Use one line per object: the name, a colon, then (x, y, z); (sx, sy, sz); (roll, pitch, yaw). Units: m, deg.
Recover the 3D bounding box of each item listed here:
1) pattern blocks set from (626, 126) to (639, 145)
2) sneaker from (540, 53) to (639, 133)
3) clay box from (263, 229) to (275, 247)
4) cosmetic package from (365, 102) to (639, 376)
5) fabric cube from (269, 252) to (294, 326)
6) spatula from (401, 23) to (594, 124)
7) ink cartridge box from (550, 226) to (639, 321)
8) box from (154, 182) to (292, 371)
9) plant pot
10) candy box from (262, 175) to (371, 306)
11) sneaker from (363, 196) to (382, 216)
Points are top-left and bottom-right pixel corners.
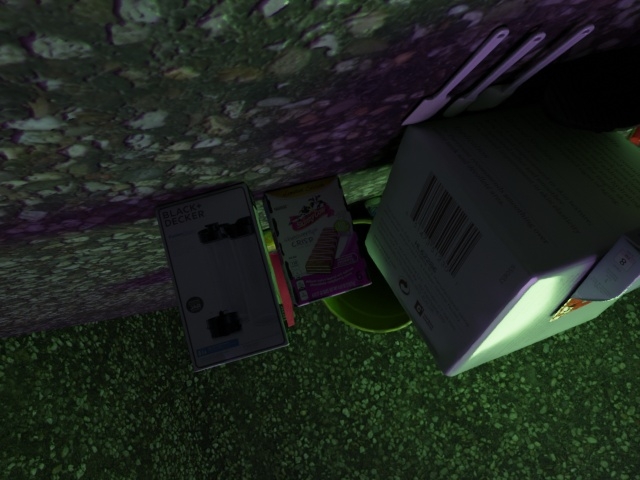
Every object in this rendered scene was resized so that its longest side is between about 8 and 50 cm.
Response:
pattern blocks set: (0.718, -0.222, 1.082); (0.285, 0.026, 0.324); (-50, 153, -18)
sneaker: (0.470, -0.222, 0.757); (0.331, 0.122, 0.146); (-14, 171, -18)
clay box: (-0.096, -0.016, 1.394); (0.222, 0.053, 0.127); (-15, 175, -4)
cosmetic package: (0.354, -0.016, 0.854); (0.394, 0.329, 0.327); (-13, 144, -21)
fabric cube: (-0.255, 0.180, 1.575); (0.255, 0.257, 0.259); (-6, 177, 16)
spatula: (0.231, -0.221, 0.638); (0.169, 0.019, 0.242); (-9, 171, -15)
ink cartridge box: (0.465, 0.049, 0.675); (0.189, 0.066, 0.232); (-19, 141, -15)
box: (-0.168, 0.062, 0.821); (0.169, 0.289, 0.087); (-15, 172, -2)
plant pot: (0.208, 0.050, 1.530); (0.367, 0.366, 0.353); (-20, -169, 30)
candy box: (-0.010, 0.001, 0.948); (0.160, 0.233, 0.071); (-16, 174, -14)
sneaker: (0.198, -0.105, 1.363); (0.136, 0.057, 0.052); (-18, 174, 5)
